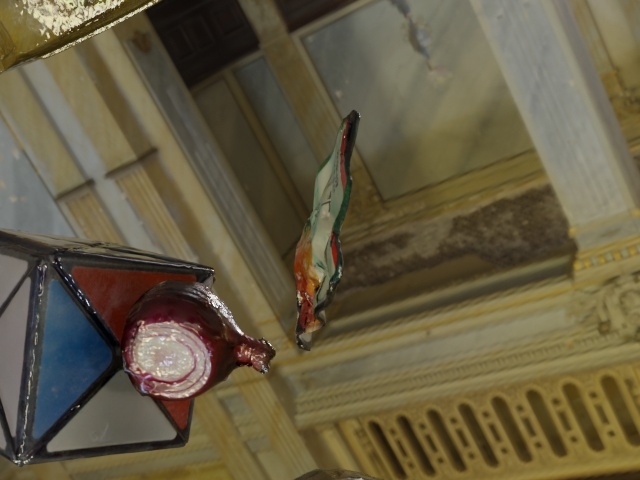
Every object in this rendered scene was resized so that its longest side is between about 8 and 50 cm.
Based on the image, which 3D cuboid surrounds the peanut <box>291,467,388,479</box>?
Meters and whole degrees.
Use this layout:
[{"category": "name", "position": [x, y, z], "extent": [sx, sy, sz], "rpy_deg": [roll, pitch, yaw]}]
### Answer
[{"category": "peanut", "position": [0.052, 0.294, 0.858], "extent": [0.224, 0.129, 0.129], "rpy_deg": [9, -165, -6]}]

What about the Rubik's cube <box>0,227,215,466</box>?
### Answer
[{"category": "Rubik's cube", "position": [-0.379, 0.146, 1.355], "extent": [0.310, 0.305, 0.306], "rpy_deg": [8, -179, 43]}]

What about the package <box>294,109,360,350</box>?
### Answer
[{"category": "package", "position": [0.000, 0.000, 0.822], "extent": [0.040, 0.166, 0.232], "rpy_deg": [7, 157, -5]}]

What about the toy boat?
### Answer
[{"category": "toy boat", "position": [-0.165, -0.198, 0.671], "extent": [0.225, 0.068, 0.088], "rpy_deg": [-24, -163, 10]}]

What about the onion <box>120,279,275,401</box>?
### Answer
[{"category": "onion", "position": [-0.158, 0.127, 1.166], "extent": [0.198, 0.173, 0.135], "rpy_deg": [5, -142, -5]}]
